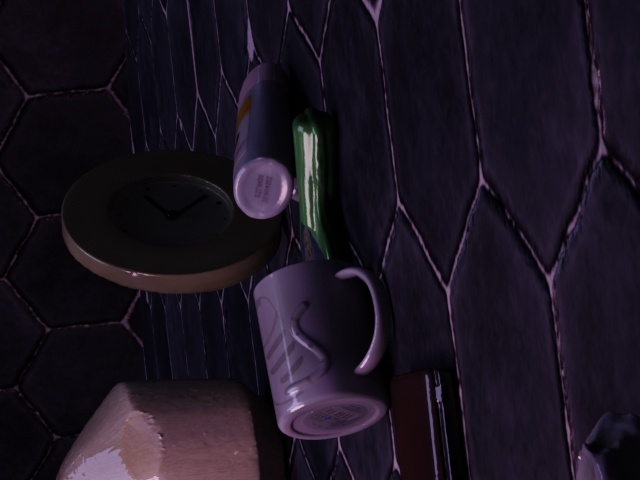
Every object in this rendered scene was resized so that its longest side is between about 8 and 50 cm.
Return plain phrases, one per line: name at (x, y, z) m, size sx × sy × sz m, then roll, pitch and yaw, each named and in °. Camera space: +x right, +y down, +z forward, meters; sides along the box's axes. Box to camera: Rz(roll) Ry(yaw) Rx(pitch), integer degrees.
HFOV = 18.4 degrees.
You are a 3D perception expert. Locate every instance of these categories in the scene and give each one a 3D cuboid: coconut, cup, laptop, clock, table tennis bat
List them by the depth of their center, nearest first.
laptop at (0.088, 0.202, 1.507) m, size 0.154 × 0.026 × 0.207 m, roll 139°, pitch 125°, yaw -80°
cup at (0.002, 0.085, 1.685) m, size 0.136 × 0.099 × 0.133 m, roll 103°, pitch 159°, yaw -62°
table tennis bat at (0.000, 0.000, 1.828) m, size 0.160 × 0.039 × 0.257 m, roll -115°, pitch 20°, yaw -62°
clock at (-0.158, -0.022, 2.109) m, size 0.235 × 0.235 × 0.029 m, roll -110°, pitch 19°, yaw -52°
coconut at (-0.175, 0.276, 2.296) m, size 0.237 × 0.266 × 0.237 m, roll -179°, pitch 90°, yaw -75°

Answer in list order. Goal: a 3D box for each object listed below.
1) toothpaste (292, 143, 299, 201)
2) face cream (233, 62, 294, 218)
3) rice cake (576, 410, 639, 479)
toothpaste at (-0.029, -0.071, 1.958) m, size 0.170 × 0.028 × 0.045 m, roll -117°, pitch 20°, yaw -68°
face cream at (-0.055, -0.097, 1.913) m, size 0.198 × 0.057 × 0.084 m, roll -95°, pitch 16°, yaw -60°
rice cake at (0.184, 0.246, 0.914) m, size 0.072 × 0.056 × 0.365 m, roll 91°, pitch 168°, yaw -57°
